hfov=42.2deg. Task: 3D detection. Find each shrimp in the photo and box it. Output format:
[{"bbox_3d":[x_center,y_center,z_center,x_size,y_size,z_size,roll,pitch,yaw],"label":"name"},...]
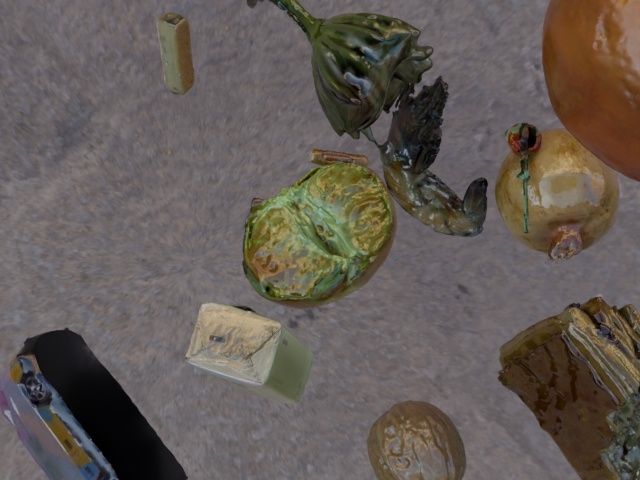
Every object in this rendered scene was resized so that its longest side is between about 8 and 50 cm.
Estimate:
[{"bbox_3d":[0.209,-0.127,1.424,0.233,0.365,0.071,40,64,16],"label":"shrimp"}]

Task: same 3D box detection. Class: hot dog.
[{"bbox_3d":[0.042,-0.177,1.821,0.137,0.028,0.044,8,69,-18],"label":"hot dog"}]

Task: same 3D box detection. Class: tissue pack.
[{"bbox_3d":[-0.123,0.207,1.500,0.159,0.234,0.125,13,75,18],"label":"tissue pack"}]

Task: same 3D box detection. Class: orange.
[{"bbox_3d":[0.005,0.005,1.688,0.334,0.262,0.196,-38,135,-11],"label":"orange"},{"bbox_3d":[0.349,-0.185,0.761,0.283,0.226,0.284,0,86,4],"label":"orange"}]

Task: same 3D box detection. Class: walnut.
[{"bbox_3d":[0.196,0.436,1.685,0.213,0.213,0.213,0,88,-9],"label":"walnut"}]

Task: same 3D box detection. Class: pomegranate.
[{"bbox_3d":[0.385,-0.078,1.346,0.207,0.207,0.207,0,88,-9],"label":"pomegranate"}]

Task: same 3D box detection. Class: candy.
[{"bbox_3d":[0.309,-0.096,1.256,0.055,0.049,0.185,6,69,-5],"label":"candy"}]

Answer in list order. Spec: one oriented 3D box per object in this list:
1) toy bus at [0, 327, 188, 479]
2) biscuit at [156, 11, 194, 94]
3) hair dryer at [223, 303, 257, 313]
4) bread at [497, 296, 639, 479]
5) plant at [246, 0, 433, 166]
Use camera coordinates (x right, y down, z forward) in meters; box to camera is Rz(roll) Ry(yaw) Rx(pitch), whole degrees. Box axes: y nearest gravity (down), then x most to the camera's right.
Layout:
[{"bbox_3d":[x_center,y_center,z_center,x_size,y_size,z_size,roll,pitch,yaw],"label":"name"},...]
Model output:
[{"bbox_3d":[-0.436,0.355,1.514,0.162,0.171,0.386,-41,85,24],"label":"toy bus"},{"bbox_3d":[-0.299,-0.382,1.707,0.056,0.188,0.052,28,55,16],"label":"biscuit"},{"bbox_3d":[-0.157,0.162,1.664,0.079,0.083,0.031,15,121,-32],"label":"hair dryer"},{"bbox_3d":[0.524,0.276,1.509,0.191,0.314,0.370,-35,82,-30],"label":"bread"},{"bbox_3d":[-0.011,-0.271,1.193,0.333,0.251,0.180,29,79,9],"label":"plant"}]
